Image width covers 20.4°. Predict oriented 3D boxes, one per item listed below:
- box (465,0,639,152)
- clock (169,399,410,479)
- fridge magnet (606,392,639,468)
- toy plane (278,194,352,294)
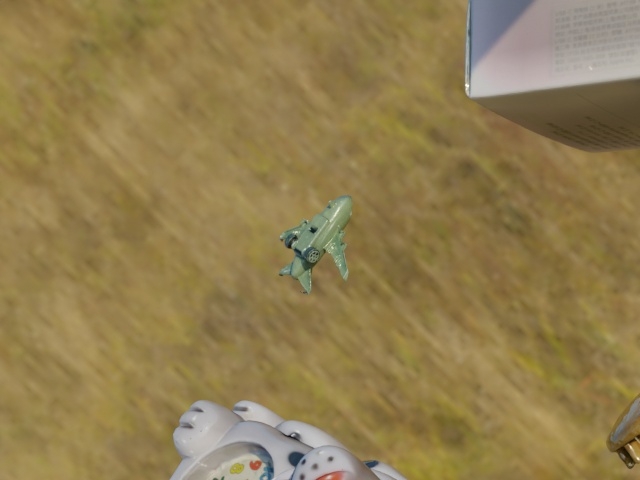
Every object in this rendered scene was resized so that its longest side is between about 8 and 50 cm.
[{"bbox_3d":[0.267,-0.139,1.348,0.252,0.203,0.106,-5,78,36],"label":"box"},{"bbox_3d":[0.006,0.206,1.154,0.254,0.189,0.189,-1,42,50],"label":"clock"},{"bbox_3d":[0.328,0.157,1.648,0.143,0.063,0.143,-34,-11,-7],"label":"fridge magnet"},{"bbox_3d":[-0.002,-0.001,1.370,0.080,0.033,0.083,32,91,44],"label":"toy plane"}]
